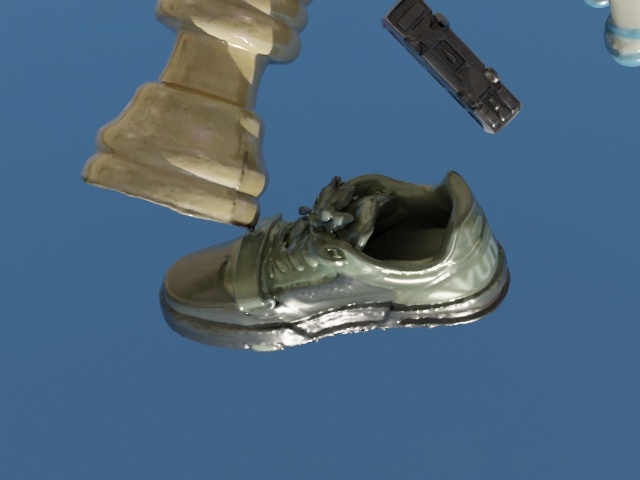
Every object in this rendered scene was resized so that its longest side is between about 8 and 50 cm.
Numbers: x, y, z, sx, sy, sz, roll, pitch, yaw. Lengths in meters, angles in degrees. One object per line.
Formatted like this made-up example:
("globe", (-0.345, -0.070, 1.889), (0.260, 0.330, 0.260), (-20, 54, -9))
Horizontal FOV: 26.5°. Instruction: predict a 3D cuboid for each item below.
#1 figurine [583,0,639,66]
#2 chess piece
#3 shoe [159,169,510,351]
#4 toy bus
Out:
("figurine", (0.071, -0.173, 0.412), (0.102, 0.260, 0.205), (-13, -130, 21))
("chess piece", (-0.074, -0.171, 1.061), (0.138, 0.124, 0.307), (17, -90, 0))
("shoe", (0.000, 0.002, 1.081), (0.292, 0.149, 0.109), (-5, -130, 10))
("toy bus", (0.103, -0.141, 1.079), (0.130, 0.052, 0.037), (44, -89, -8))
